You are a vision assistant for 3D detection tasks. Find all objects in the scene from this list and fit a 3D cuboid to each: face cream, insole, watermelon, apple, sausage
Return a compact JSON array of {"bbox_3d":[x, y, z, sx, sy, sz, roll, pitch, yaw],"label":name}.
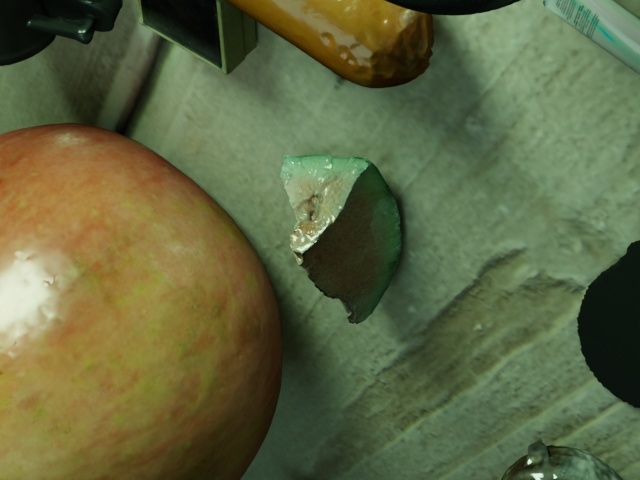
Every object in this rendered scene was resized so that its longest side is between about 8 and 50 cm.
[{"bbox_3d":[0.165,-0.104,0.908,0.115,0.020,0.038,37,153,14],"label":"face cream"},{"bbox_3d":[0.221,0.028,1.036,0.109,0.007,0.322,34,151,13],"label":"insole"},{"bbox_3d":[0.009,-0.004,1.219,0.101,0.080,0.155,32,168,39],"label":"watermelon"},{"bbox_3d":[-0.216,0.096,1.373,0.364,0.364,0.364,32,151,20],"label":"apple"},{"bbox_3d":[-0.017,-0.158,1.018,0.197,0.076,0.076,36,152,11],"label":"sausage"}]

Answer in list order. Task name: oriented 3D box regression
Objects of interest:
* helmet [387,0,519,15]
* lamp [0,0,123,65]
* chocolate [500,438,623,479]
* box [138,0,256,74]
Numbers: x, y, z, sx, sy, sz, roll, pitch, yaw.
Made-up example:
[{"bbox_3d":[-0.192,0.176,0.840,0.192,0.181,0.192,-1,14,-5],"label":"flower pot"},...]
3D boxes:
[{"bbox_3d":[0.056,-0.199,0.727,0.189,0.193,0.216,40,139,12],"label":"helmet"},{"bbox_3d":[-0.229,-0.203,1.196,0.172,0.147,0.227,10,153,11],"label":"lamp"},{"bbox_3d":[0.219,0.249,1.251,0.248,0.110,0.110,49,153,0],"label":"chocolate"},{"bbox_3d":[-0.084,-0.160,1.145,0.079,0.035,0.083,31,150,22],"label":"box"}]
